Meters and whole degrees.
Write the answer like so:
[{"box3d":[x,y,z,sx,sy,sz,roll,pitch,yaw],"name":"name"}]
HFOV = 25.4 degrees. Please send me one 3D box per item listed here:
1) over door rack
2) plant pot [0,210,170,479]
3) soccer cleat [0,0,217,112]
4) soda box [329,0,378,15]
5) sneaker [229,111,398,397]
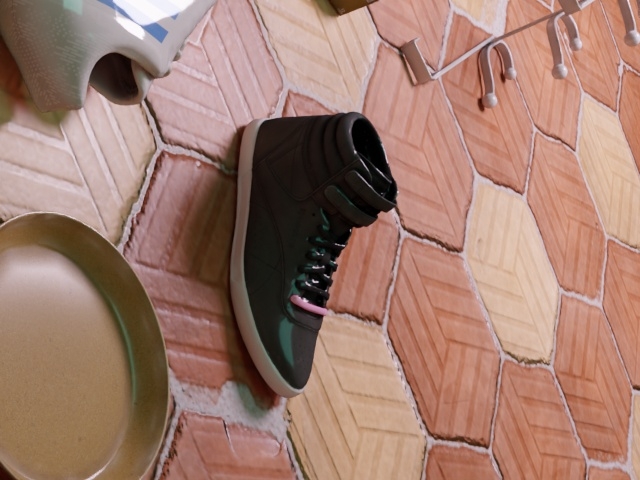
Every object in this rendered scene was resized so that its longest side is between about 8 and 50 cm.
[{"box3d":[0.285,-0.262,1.877,0.324,0.240,0.108,-16,84,-60],"name":"over door rack"},{"box3d":[-0.205,0.094,1.113,0.236,0.032,0.236,31,52,-48],"name":"plant pot"},{"box3d":[-0.161,-0.200,1.264,0.331,0.116,0.143,-31,111,-53],"name":"soccer cleat"},{"box3d":[0.004,-0.351,1.639,0.181,0.058,0.061,51,37,-34],"name":"soda box"},{"box3d":[0.000,0.000,1.378,0.104,0.147,0.295,29,53,-52],"name":"sneaker"}]
